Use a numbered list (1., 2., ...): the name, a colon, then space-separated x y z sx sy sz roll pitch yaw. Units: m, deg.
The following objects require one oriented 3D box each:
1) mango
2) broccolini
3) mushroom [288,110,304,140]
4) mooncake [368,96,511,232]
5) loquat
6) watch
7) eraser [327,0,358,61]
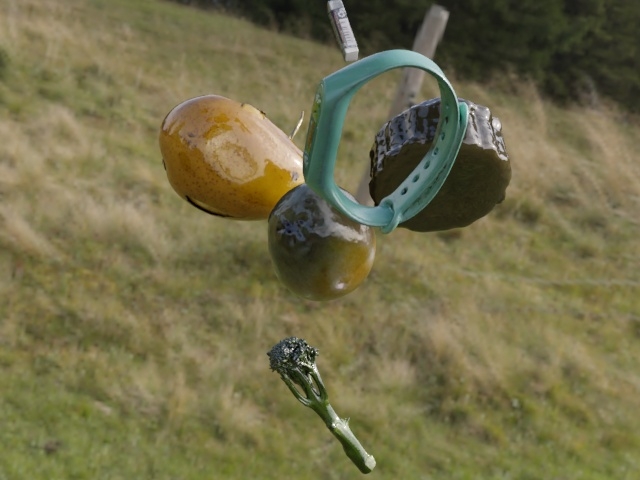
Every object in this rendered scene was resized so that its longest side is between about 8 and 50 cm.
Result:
1. mango: -0.148 -0.130 1.938 0.290 0.191 0.160 22 -14 -11
2. broccolini: 0.012 0.215 1.473 0.216 0.058 0.067 50 -35 -14
3. mushroom: -0.077 -0.153 2.235 0.028 0.286 0.026 31 -31 -11
4. mooncake: 0.182 -0.122 1.730 0.228 0.228 0.124 11 51 -20
5. loquat: 0.000 0.000 1.810 0.179 0.179 0.227 20 -29 23
6. watch: 0.077 -0.123 1.401 0.195 0.237 0.068 6 27 -14
7. eraser: 0.034 -0.328 1.742 0.027 0.099 0.019 -16 -7 -24
